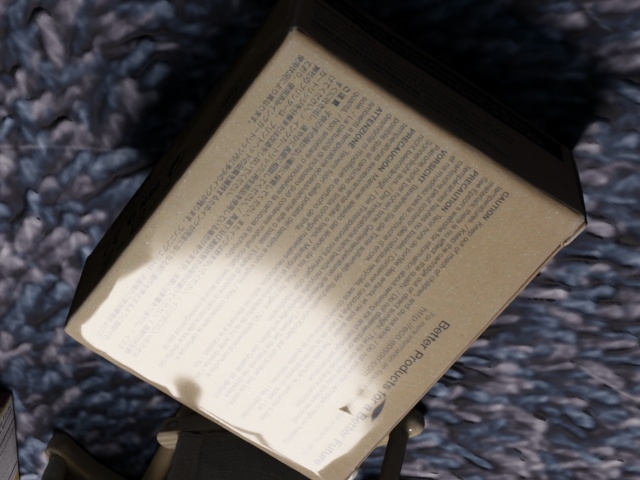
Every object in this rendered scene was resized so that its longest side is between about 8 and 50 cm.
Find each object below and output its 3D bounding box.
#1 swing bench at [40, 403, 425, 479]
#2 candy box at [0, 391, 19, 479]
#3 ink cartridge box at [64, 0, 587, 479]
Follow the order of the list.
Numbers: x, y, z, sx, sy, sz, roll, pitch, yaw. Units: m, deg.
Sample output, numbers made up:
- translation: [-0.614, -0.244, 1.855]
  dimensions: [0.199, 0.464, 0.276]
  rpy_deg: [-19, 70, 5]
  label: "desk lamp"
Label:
- translation: [-0.090, 0.213, 1.109]
  dimensions: [0.165, 0.253, 0.254]
  rpy_deg: [38, 130, -18]
  label: "swing bench"
- translation: [-0.280, 0.180, 1.274]
  dimensions: [0.109, 0.053, 0.187]
  rpy_deg: [11, 132, 7]
  label: "candy box"
- translation: [0.000, 0.000, 0.968]
  dimensions: [0.193, 0.088, 0.235]
  rpy_deg: [32, 117, -16]
  label: "ink cartridge box"
